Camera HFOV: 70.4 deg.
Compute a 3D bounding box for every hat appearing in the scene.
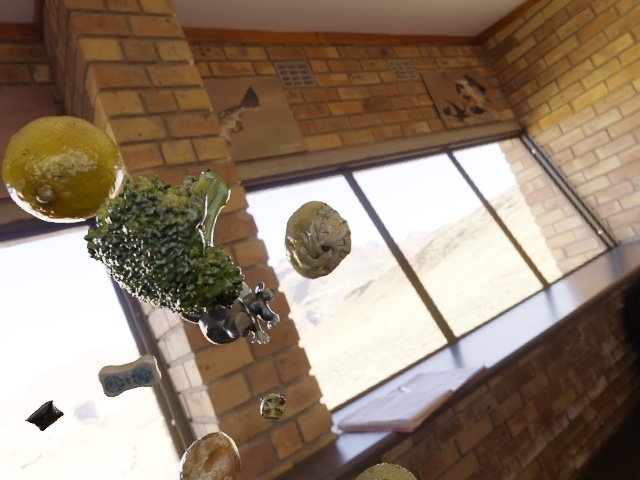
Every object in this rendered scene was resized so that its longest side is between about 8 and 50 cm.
[{"bbox_3d":[-0.156,0.534,1.474,0.077,0.076,0.059,15,1,-19],"label":"hat"},{"bbox_3d":[0.172,0.765,1.290,0.257,0.257,0.130,-23,-40,10],"label":"hat"}]

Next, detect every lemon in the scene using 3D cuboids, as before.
[{"bbox_3d":[-0.557,-0.157,0.995,0.236,0.263,0.236,-21,-34,-15],"label":"lemon"}]

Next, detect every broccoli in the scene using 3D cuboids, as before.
[{"bbox_3d":[-0.302,0.012,0.931,0.277,0.338,0.317,3,25,18],"label":"broccoli"}]

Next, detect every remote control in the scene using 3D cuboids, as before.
[{"bbox_3d":[-0.410,0.292,0.975,0.122,0.074,0.032,-15,17,-7],"label":"remote control"}]

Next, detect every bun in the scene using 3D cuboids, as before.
[{"bbox_3d":[0.000,0.000,1.348,0.210,0.237,0.116,-9,14,-24],"label":"bun"}]

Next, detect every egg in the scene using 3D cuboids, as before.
[{"bbox_3d":[-0.333,0.698,1.364,0.195,0.233,0.195,22,-16,7],"label":"egg"}]

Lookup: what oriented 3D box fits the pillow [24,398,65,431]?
[{"bbox_3d":[-0.914,0.583,1.510,0.150,0.048,0.090,106,-169,-54],"label":"pillow"}]

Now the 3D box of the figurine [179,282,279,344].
[{"bbox_3d":[-0.195,0.190,1.176,0.193,0.140,0.265,23,40,30],"label":"figurine"}]

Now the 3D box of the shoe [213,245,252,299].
[{"bbox_3d":[-0.353,0.173,1.585,0.160,0.132,0.363,-41,-46,-15],"label":"shoe"}]
